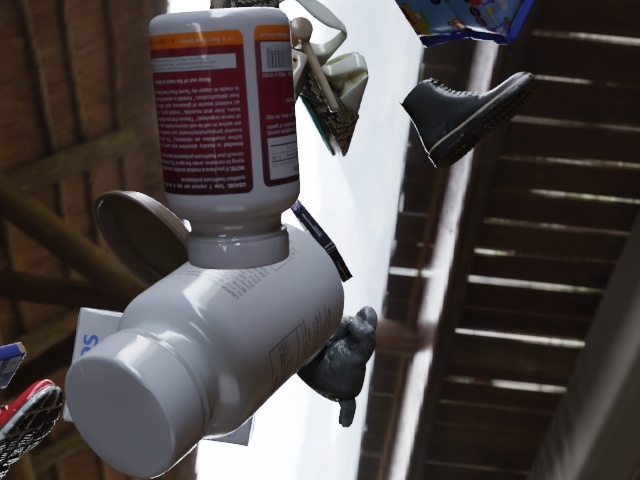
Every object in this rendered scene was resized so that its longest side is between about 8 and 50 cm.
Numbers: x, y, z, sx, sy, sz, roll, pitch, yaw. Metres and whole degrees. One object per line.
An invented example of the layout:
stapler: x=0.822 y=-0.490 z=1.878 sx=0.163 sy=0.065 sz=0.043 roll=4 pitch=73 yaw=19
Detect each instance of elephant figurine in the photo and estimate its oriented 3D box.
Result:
elephant figurine: x=-0.039 y=0.159 z=1.436 sx=0.186 sy=0.239 sz=0.169 roll=-86 pitch=13 yaw=-61

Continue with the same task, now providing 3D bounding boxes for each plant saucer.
plant saucer: x=-0.322 y=0.009 z=1.704 sx=0.041 sy=0.277 sz=0.278 roll=-48 pitch=-22 yaw=-33

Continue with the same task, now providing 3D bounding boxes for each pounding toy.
pounding toy: x=-0.059 y=-0.213 z=1.125 sx=0.094 sy=0.181 sz=0.206 roll=106 pitch=-175 yaw=-72

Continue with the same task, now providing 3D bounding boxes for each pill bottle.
pill bottle: x=-0.056 y=-0.062 z=0.541 sx=0.086 sy=0.086 sz=0.152 roll=-78 pitch=-15 yaw=-78
pill bottle: x=-0.087 y=0.082 z=0.708 sx=0.229 sy=0.131 sz=0.131 roll=-38 pitch=-39 yaw=-52

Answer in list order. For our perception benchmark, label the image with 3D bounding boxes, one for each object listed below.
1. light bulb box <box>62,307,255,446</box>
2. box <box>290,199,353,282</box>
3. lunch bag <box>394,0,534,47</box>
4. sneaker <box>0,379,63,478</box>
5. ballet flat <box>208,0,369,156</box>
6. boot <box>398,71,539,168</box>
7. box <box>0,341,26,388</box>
light bulb box: x=-0.306 y=0.285 z=1.842 sx=0.358 sy=0.361 sz=0.225 roll=104 pitch=174 yaw=-80
box: x=0.000 y=0.000 z=1.764 sx=0.162 sy=0.029 sz=0.116 roll=50 pitch=174 yaw=41
lunch bag: x=0.174 y=-0.382 z=0.907 sx=0.293 sy=0.138 sz=0.221 roll=-53 pitch=-54 yaw=-17
sneaker: x=-0.530 y=0.300 z=1.417 sx=0.118 sy=0.279 sz=0.107 roll=55 pitch=-160 yaw=18
ballet flat: x=-0.014 y=-0.330 z=1.650 sx=0.483 sy=0.182 sz=0.164 roll=43 pitch=-164 yaw=-49
boot: x=0.221 y=-0.225 z=1.359 sx=0.137 sy=0.198 sz=0.077 roll=60 pitch=-163 yaw=25
box: x=-0.753 y=0.291 z=1.873 sx=0.225 sy=0.036 sz=0.136 roll=-13 pitch=-32 yaw=-52
